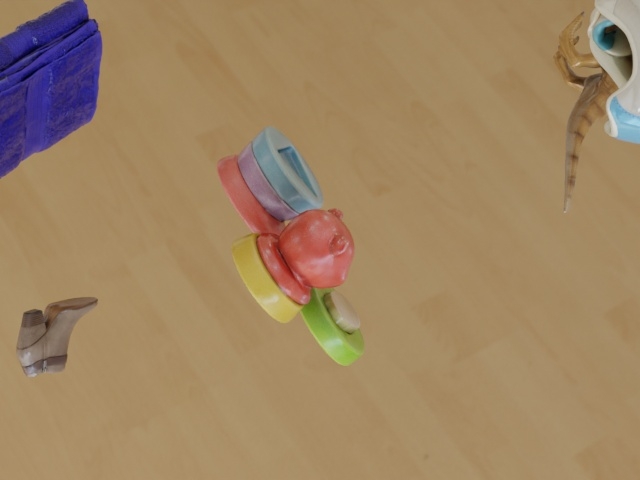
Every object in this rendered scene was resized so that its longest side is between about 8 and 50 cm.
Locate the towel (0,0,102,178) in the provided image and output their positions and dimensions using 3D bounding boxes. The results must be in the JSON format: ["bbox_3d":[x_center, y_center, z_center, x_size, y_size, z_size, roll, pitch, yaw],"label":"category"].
[{"bbox_3d":[-0.424,-0.178,1.516,0.076,0.227,0.308,32,49,19],"label":"towel"}]

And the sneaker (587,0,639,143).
[{"bbox_3d":[0.222,-0.167,0.719,0.092,0.087,0.228,-2,64,8],"label":"sneaker"}]

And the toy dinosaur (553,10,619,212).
[{"bbox_3d":[0.229,-0.121,0.885,0.211,0.064,0.112,-32,71,-35],"label":"toy dinosaur"}]

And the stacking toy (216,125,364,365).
[{"bbox_3d":[0.000,0.000,1.461,0.130,0.279,0.309,-33,41,14],"label":"stacking toy"}]

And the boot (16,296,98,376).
[{"bbox_3d":[-0.338,0.126,1.420,0.118,0.087,0.042,-12,16,-37],"label":"boot"}]
